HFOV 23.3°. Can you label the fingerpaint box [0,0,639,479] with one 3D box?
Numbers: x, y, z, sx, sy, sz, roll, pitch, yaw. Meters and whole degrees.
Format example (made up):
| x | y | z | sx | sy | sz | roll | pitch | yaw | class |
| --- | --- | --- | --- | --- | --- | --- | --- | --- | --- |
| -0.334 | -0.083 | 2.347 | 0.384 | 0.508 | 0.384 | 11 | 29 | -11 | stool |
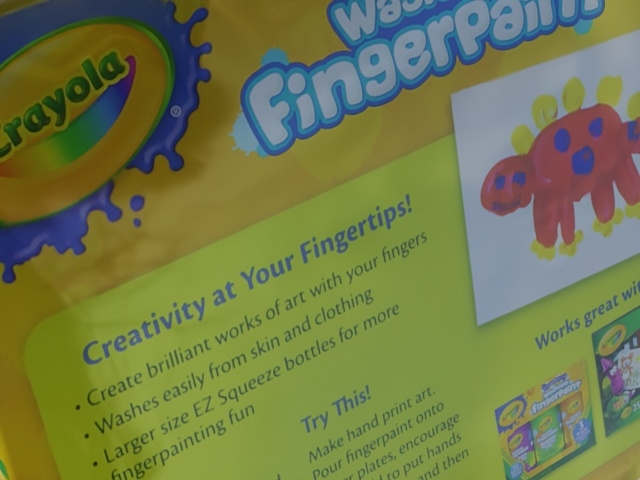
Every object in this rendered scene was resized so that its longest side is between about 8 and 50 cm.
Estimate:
| x | y | z | sx | sy | sz | roll | pitch | yaw | class |
| --- | --- | --- | --- | --- | --- | --- | --- | --- | --- |
| 0.000 | 0.000 | 0.799 | 0.445 | 0.371 | 0.163 | -26 | -154 | -29 | fingerpaint box |
